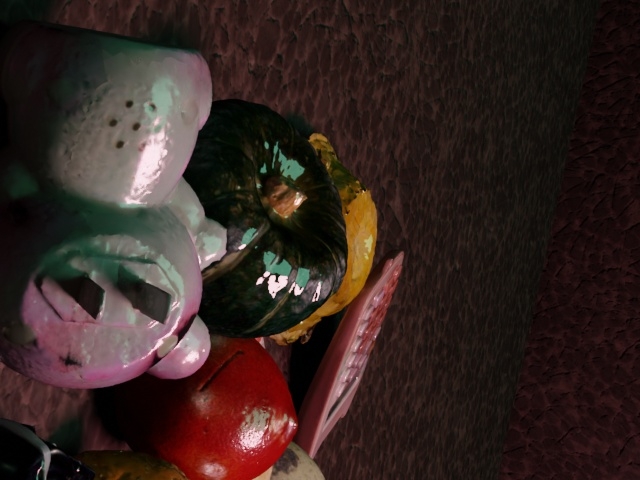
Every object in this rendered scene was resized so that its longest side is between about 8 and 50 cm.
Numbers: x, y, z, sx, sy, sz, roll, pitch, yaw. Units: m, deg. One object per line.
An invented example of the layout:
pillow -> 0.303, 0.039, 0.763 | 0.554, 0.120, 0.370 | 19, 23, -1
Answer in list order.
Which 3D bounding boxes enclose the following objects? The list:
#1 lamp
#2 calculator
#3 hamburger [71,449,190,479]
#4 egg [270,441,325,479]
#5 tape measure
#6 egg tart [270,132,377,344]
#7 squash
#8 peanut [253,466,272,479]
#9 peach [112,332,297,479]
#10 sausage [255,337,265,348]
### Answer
lamp -> -0.181, -0.020, 1.254 | 0.247, 0.247, 0.301 | 7, 97, -29
calculator -> 0.042, 0.154, 2.142 | 0.220, 0.048, 0.330 | -46, 160, -58
hamburger -> -0.212, 0.244, 1.486 | 0.087, 0.176, 0.102 | 117, -45, -57
egg -> -0.057, 0.336, 1.929 | 0.141, 0.141, 0.182 | -15, 94, -69
tape measure -> -0.280, 0.249, 1.303 | 0.181, 0.107, 0.182 | 69, 34, -60
egg tart -> 0.000, 0.000, 1.972 | 0.295, 0.116, 0.295 | 7, 90, -72
squash -> -0.083, -0.020, 1.554 | 0.252, 0.165, 0.252 | 28, 45, -31
peanut -> -0.128, 0.317, 1.771 | 0.117, 0.101, 0.263 | 60, 40, -32
peach -> -0.118, 0.174, 1.593 | 0.197, 0.197, 0.197 | 9, 90, -71
sausage -> -0.082, 0.164, 1.933 | 0.034, 0.034, 0.253 | -61, 153, -45
